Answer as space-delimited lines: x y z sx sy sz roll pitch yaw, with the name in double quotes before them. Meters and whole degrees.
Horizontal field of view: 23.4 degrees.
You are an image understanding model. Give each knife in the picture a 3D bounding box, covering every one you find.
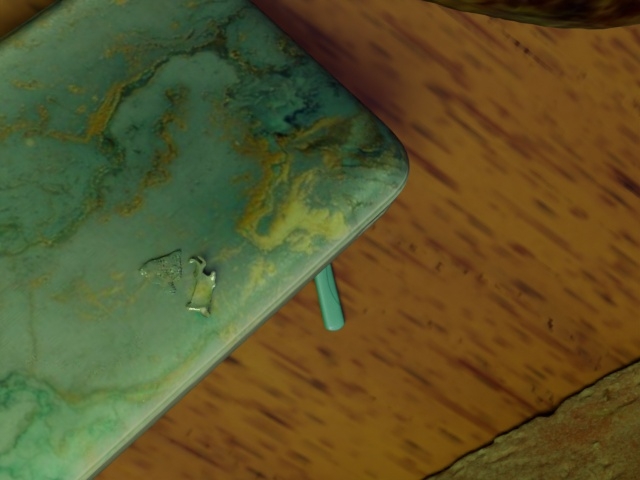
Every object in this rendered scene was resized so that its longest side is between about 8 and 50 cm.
"knife" 0.000 0.000 0.683 0.014 0.005 0.091 -17 116 -9

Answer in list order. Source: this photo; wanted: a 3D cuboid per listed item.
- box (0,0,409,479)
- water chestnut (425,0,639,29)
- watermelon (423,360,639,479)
"box" -0.101 0.008 0.530 0.142 0.044 0.285 42 58 9
"water chestnut" 0.098 -0.220 0.451 0.350 0.302 0.350 -5 110 -13
"watermelon" 0.117 0.168 0.717 0.260 0.256 0.176 -30 74 5
